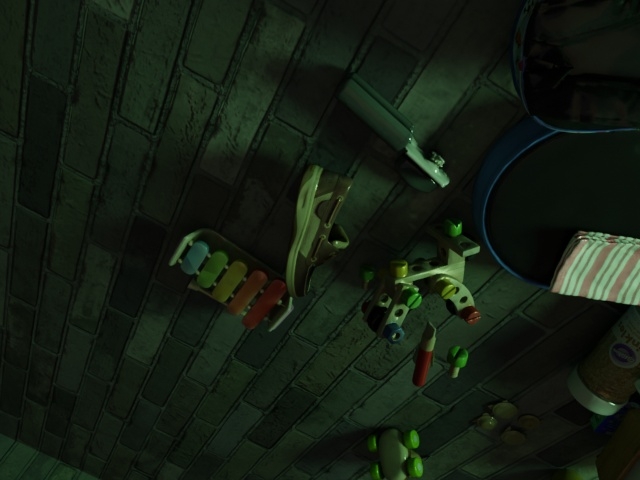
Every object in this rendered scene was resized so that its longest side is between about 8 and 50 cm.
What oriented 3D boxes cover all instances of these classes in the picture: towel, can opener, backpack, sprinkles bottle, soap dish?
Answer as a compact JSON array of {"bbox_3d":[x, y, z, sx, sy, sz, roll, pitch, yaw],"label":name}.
[{"bbox_3d":[0.548,0.059,0.858,0.197,0.029,0.144,10,127,8],"label":"towel"},{"bbox_3d":[0.133,-0.189,0.858,0.280,0.074,0.093,42,125,-15],"label":"can opener"},{"bbox_3d":[0.405,-0.278,0.642,0.264,0.213,0.276,-5,117,8],"label":"backpack"},{"bbox_3d":[0.671,0.223,0.980,0.121,0.121,0.355,17,126,2],"label":"sprinkles bottle"},{"bbox_3d":[0.806,0.498,1.097,0.229,0.118,0.290,-8,129,-7],"label":"soap dish"}]

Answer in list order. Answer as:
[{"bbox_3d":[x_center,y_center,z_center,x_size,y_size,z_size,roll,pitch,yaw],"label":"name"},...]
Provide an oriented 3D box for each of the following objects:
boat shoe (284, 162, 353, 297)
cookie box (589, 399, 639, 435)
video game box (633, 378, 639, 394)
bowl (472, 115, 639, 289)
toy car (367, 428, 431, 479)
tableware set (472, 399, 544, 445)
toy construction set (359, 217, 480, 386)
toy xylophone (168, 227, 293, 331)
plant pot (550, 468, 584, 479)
[{"bbox_3d":[0.000,0.000,1.003,0.123,0.123,0.341,13,124,2],"label":"boat shoe"},{"bbox_3d":[0.753,0.447,1.166,0.092,0.040,0.107,13,126,4],"label":"cookie box"},{"bbox_3d":[0.763,0.286,0.885,0.205,0.048,0.187,32,116,-1],"label":"video game box"},{"bbox_3d":[0.485,-0.064,0.853,0.392,0.077,0.390,7,125,10],"label":"bowl"},{"bbox_3d":[0.261,0.664,1.422,0.155,0.148,0.188,-23,145,31],"label":"toy car"},{"bbox_3d":[0.522,0.506,1.282,0.169,0.020,0.141,30,125,-6],"label":"tableware set"},{"bbox_3d":[0.213,0.092,0.913,0.258,0.308,0.237,5,121,2],"label":"toy construction set"},{"bbox_3d":[-0.222,0.110,1.154,0.323,0.081,0.236,29,127,-2],"label":"toy xylophone"},{"bbox_3d":[0.719,0.723,1.336,0.134,0.095,0.134,7,127,10],"label":"plant pot"}]
